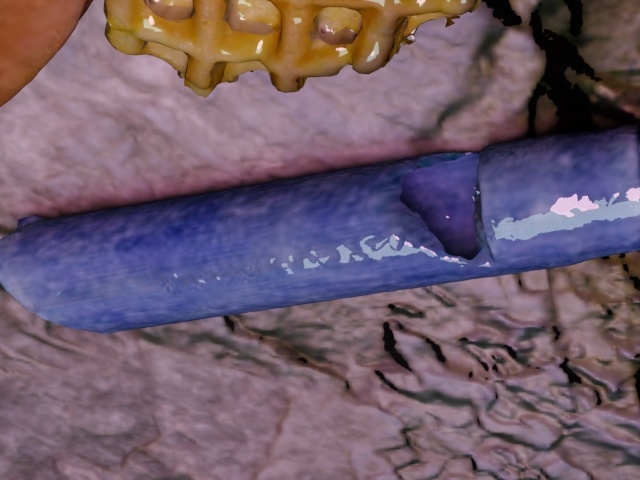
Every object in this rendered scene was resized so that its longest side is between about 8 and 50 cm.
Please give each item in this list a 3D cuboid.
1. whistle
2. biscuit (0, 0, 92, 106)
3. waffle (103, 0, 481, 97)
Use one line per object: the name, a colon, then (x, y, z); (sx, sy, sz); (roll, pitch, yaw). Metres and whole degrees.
whistle: (0.000, 0.000, 0.832); (0.304, 0.062, 0.062); (-8, 129, 16)
biscuit: (-0.281, -0.203, 0.666); (0.455, 0.078, 0.350); (29, 130, -7)
waffle: (-0.026, -0.167, 0.700); (0.245, 0.052, 0.254); (-26, 122, 27)
